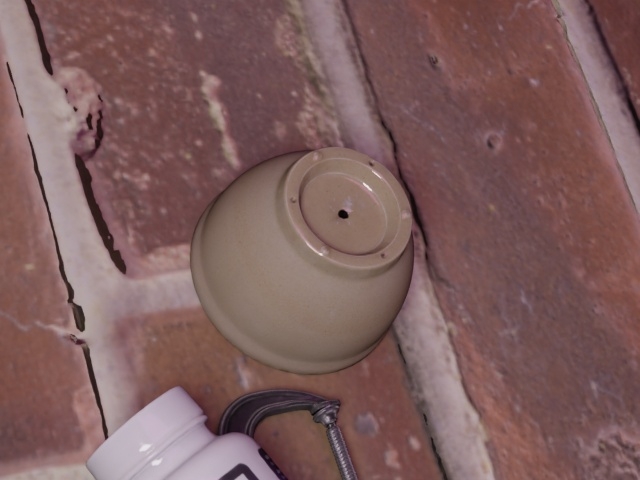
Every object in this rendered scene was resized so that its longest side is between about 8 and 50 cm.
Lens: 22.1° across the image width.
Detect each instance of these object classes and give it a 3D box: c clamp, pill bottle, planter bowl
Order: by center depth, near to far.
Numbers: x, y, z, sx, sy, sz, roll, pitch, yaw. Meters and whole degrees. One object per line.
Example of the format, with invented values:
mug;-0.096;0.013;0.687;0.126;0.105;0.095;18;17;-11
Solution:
pill bottle;-0.057;0.190;1.027;0.108;0.108;0.193;-35;81;-35
c clamp;0.004;0.170;1.123;0.137;0.022;0.161;-17;73;-26
planter bowl;0.000;0.000;1.159;0.162;0.109;0.162;11;59;-18
